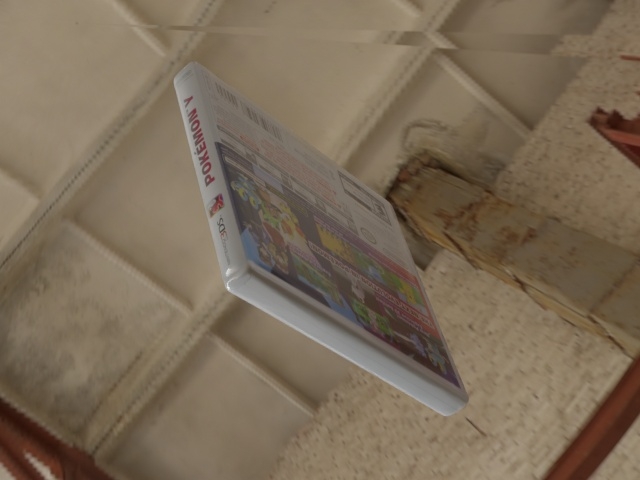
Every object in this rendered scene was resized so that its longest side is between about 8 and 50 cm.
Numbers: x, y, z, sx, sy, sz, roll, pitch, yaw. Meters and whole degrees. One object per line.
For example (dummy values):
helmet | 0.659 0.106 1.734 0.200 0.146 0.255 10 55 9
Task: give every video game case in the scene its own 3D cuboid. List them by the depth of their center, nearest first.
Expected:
video game case | 0.000 0.000 0.772 0.023 0.183 0.201 -38 -47 20
